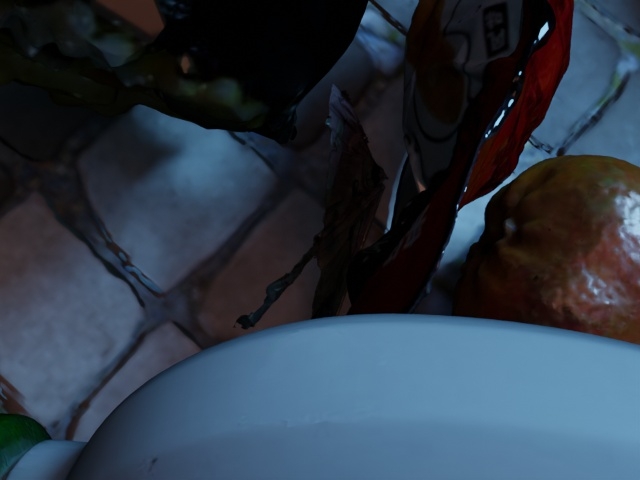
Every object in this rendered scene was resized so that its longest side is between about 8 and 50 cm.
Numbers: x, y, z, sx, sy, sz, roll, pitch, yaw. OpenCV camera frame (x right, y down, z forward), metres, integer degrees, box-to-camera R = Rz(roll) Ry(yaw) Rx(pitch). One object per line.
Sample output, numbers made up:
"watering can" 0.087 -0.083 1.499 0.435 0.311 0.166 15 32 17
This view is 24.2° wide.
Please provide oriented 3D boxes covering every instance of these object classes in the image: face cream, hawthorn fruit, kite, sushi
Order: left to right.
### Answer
"sushi" -0.074 -0.151 0.591 0.213 0.200 0.204 19 86 -2
"kite" 0.000 0.000 0.625 0.011 0.139 0.157 12 29 19
"face cream" 0.022 0.165 0.482 0.357 0.312 0.219 2 33 6
"hawthorn fruit" 0.113 0.027 0.630 0.128 0.128 0.128 3 73 -8

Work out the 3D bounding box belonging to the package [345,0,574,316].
"package" 0.060 -0.050 0.610 0.071 0.194 0.269 18 59 2
